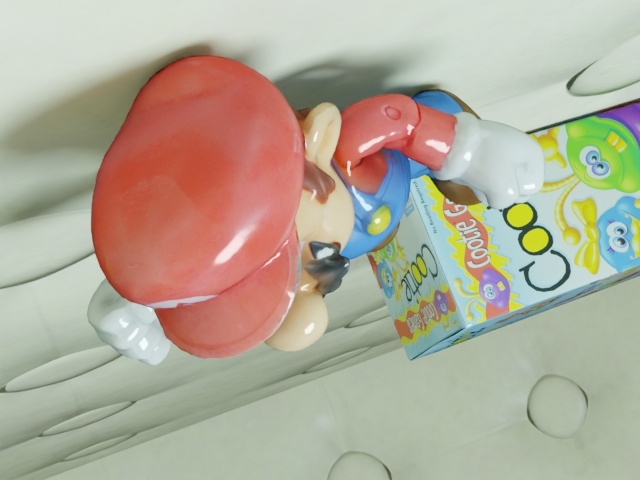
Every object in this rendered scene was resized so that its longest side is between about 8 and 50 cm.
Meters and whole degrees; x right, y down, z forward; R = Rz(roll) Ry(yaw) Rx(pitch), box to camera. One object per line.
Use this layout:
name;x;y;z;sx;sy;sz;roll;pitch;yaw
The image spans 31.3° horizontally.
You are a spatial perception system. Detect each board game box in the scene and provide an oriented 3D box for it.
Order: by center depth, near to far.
board game box;0.196;-0.013;1.029;0.275;0.142;0.144;-18;169;-20

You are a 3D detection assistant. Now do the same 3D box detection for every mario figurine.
mario figurine;0.000;0.000;0.634;0.320;0.170;0.198;-17;136;-61
